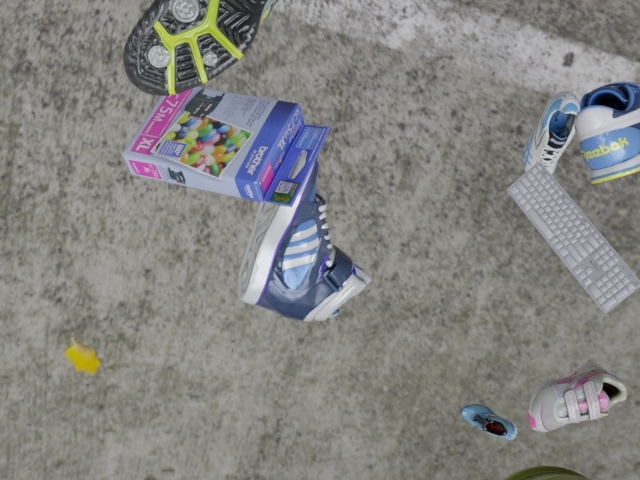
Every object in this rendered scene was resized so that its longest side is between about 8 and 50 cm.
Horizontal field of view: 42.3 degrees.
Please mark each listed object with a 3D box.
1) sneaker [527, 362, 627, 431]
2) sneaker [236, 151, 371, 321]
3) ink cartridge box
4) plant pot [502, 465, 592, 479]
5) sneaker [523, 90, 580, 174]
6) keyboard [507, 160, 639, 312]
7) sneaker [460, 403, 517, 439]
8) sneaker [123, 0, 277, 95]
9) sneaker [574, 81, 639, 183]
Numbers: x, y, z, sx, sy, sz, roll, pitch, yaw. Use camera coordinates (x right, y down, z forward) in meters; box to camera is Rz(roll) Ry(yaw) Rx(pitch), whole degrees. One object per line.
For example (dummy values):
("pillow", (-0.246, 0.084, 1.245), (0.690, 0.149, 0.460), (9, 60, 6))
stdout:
("sneaker", (0.558, 0.340, 1.785), (0.252, 0.111, 0.103), (-23, 102, -25))
("sneaker", (0.000, 0.001, 1.537), (0.236, 0.130, 0.323), (15, 106, -21))
("ink cartridge box", (-0.159, -0.168, 1.406), (0.311, 0.186, 0.065), (14, 148, 19))
("plant pot", (0.364, 0.407, 1.016), (0.276, 0.276, 0.254), (15, 156, -17))
("sneaker", (0.503, -0.215, 1.814), (0.085, 0.086, 0.237), (13, 132, 2))
("keyboard", (0.390, -0.009, 1.288), (0.072, 0.256, 0.014), (-42, 152, 19))
("sneaker", (0.454, 0.490, 2.255), (0.073, 0.162, 0.063), (17, 91, -55))
("sneaker", (-0.131, -0.357, 1.228), (0.384, 0.147, 0.145), (-42, 101, 2))
("sneaker", (0.230, -0.097, 0.617), (0.053, 0.144, 0.059), (-22, 104, 42))
